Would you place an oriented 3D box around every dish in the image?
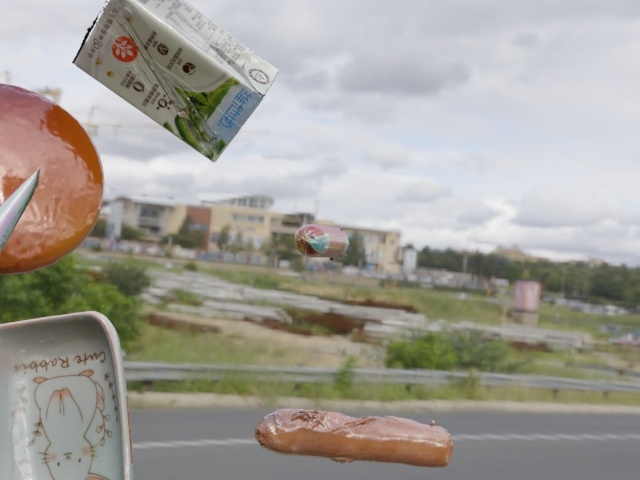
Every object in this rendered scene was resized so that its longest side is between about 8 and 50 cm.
[{"bbox_3d":[-0.247,0.180,0.875,0.151,0.212,0.077,-9,-9,12],"label":"dish"}]

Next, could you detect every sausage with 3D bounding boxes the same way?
[{"bbox_3d":[0.000,0.000,1.950,0.083,0.083,0.264,4,-1,15],"label":"sausage"},{"bbox_3d":[0.051,0.301,1.385,0.327,0.079,0.087,10,-10,-21],"label":"sausage"}]

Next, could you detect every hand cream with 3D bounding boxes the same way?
[{"bbox_3d":[-0.465,-0.030,1.341,0.047,0.174,0.076,33,-26,-7],"label":"hand cream"}]

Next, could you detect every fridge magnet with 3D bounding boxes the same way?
[{"bbox_3d":[-0.555,-0.107,1.561,0.364,0.363,0.155,6,-25,-26],"label":"fridge magnet"}]

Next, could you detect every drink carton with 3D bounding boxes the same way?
[{"bbox_3d":[-0.267,-0.325,1.693,0.325,0.132,0.194,36,-53,-10],"label":"drink carton"}]
